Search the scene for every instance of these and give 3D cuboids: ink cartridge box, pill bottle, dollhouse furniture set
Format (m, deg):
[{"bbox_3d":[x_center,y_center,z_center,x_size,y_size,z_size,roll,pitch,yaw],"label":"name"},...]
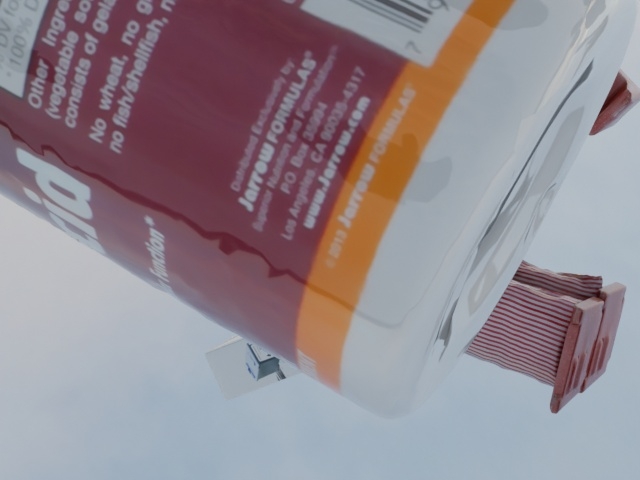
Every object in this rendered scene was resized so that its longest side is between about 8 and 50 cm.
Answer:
[{"bbox_3d":[-0.048,0.150,1.531,0.191,0.140,0.082,-25,-90,26],"label":"ink cartridge box"},{"bbox_3d":[-0.075,-0.103,0.512,0.392,0.224,0.224,29,-100,15],"label":"pill bottle"},{"bbox_3d":[0.223,-0.038,1.123,0.201,0.152,0.374,17,-73,30],"label":"dollhouse furniture set"}]
